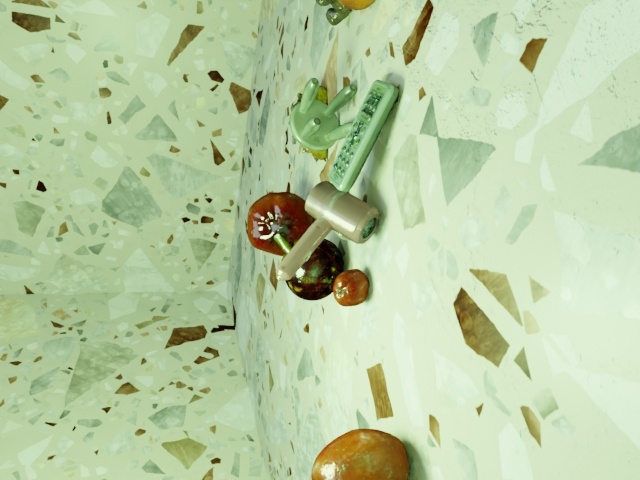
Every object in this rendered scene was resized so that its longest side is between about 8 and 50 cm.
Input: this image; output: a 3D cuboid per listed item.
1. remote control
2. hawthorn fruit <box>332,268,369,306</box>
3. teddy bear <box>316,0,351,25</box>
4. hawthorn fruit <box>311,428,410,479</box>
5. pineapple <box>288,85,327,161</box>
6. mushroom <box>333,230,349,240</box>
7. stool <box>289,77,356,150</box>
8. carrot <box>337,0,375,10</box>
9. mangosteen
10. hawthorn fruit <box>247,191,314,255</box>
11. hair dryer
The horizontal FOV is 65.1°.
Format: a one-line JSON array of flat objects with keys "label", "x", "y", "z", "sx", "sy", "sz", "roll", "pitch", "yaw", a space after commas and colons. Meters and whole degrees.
[{"label": "remote control", "x": 0.129, "y": -0.307, "z": 1.495, "sx": 0.335, "sy": 0.065, "sz": 0.128, "roll": -63, "pitch": 26, "yaw": 17}, {"label": "hawthorn fruit", "x": 0.095, "y": 0.151, "z": 1.594, "sx": 0.128, "sy": 0.128, "sz": 0.128, "roll": -179, "pitch": 90, "yaw": -70}, {"label": "teddy bear", "x": 0.057, "y": -0.872, "z": 1.739, "sx": 0.140, "sy": 0.177, "sz": 0.190, "roll": -18, "pitch": 66, "yaw": 21}, {"label": "hawthorn fruit", "x": 0.113, "y": 0.646, "z": 1.341, "sx": 0.284, "sy": 0.284, "sz": 0.284, "roll": -179, "pitch": 90, "yaw": -70}, {"label": "pineapple", "x": -0.063, "y": -0.473, "z": 2.005, "sx": 0.158, "sy": 0.161, "sz": 0.335, "roll": -172, "pitch": 81, "yaw": -72}, {"label": "mushroom", "x": 0.081, "y": -0.082, "z": 1.700, "sx": 0.116, "sy": 0.093, "sz": 0.225, "roll": -57, "pitch": 20, "yaw": 16}, {"label": "stool", "x": 0.010, "y": -0.432, "z": 1.744, "sx": 0.198, "sy": 0.195, "sz": 0.195, "roll": 156, "pitch": 114, "yaw": -67}, {"label": "carrot", "x": 0.099, "y": -0.850, "z": 1.600, "sx": 0.225, "sy": 0.159, "sz": 0.159, "roll": -100, "pitch": 21, "yaw": -49}, {"label": "mangosteen", "x": -0.052, "y": 0.077, "z": 1.792, "sx": 0.289, "sy": 0.231, "sz": 0.231, "roll": 38, "pitch": 135, "yaw": 20}, {"label": "hawthorn fruit", "x": -0.170, "y": -0.078, "z": 2.101, "sx": 0.311, "sy": 0.295, "sz": 0.295, "roll": -132, "pitch": 46, "yaw": -57}, {"label": "hair dryer", "x": 0.000, "y": 0.000, "z": 1.524, "sx": 0.210, "sy": 0.352, "sz": 0.125, "roll": 33, "pitch": 166, "yaw": 26}]
